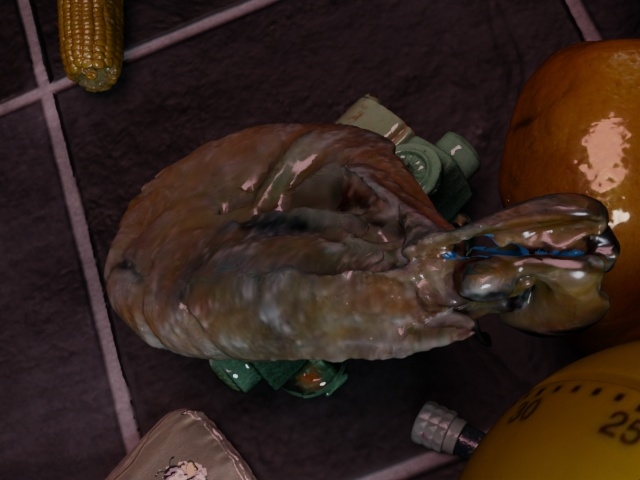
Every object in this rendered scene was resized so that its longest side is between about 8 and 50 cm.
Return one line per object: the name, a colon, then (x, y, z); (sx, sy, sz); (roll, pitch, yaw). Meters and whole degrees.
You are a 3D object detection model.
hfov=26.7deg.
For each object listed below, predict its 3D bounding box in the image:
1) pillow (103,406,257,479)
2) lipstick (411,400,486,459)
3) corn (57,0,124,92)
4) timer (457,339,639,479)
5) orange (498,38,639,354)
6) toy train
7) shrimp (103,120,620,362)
pillow: (-0.154, 0.246, 1.088); (0.232, 0.038, 0.130); (-42, 66, -8)
lipstick: (0.129, 0.164, 1.054); (0.116, 0.037, 0.037); (24, 72, 21)
corn: (-0.227, -0.239, 1.335); (0.068, 0.068, 0.207); (-14, 63, 9)
timer: (0.267, 0.202, 0.833); (0.387, 0.376, 0.376); (-30, 58, -25)
orange: (0.240, -0.026, 1.000); (0.183, 0.249, 0.249); (7, 66, 30)
toy train: (0.000, 0.000, 1.137); (0.285, 0.116, 0.177); (-45, 49, -8)
shrimp: (0.015, 0.001, 0.984); (0.445, 0.110, 0.221); (7, 57, 40)
